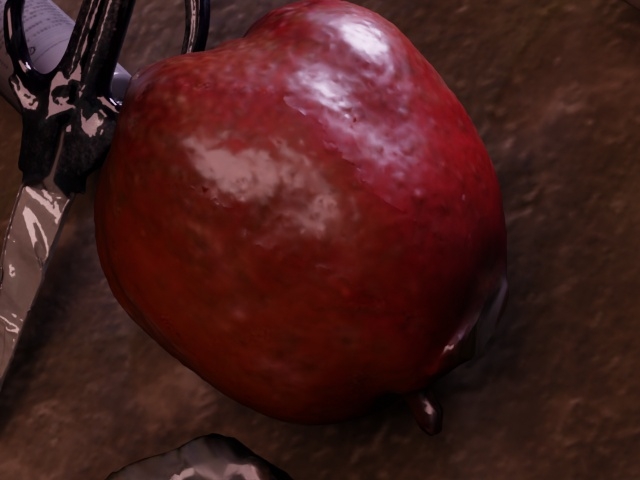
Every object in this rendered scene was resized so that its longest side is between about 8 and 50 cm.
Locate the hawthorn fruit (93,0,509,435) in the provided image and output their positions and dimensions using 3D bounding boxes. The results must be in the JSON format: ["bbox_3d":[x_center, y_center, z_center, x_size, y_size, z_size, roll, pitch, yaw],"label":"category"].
[{"bbox_3d":[0.000,0.000,0.850,0.185,0.185,0.202,-37,77,6],"label":"hawthorn fruit"}]

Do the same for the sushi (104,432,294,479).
[{"bbox_3d":[-0.026,0.198,0.797,0.124,0.127,0.225,-26,69,12],"label":"sushi"}]

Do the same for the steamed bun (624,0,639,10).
[{"bbox_3d":[0.183,-0.155,0.868,0.112,0.091,0.130,1,68,20],"label":"steamed bun"}]

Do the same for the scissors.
[{"bbox_3d":[-0.141,-0.017,0.951,0.109,0.022,0.300,22,96,18],"label":"scissors"}]

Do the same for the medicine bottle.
[{"bbox_3d":[-0.134,-0.082,1.000,0.057,0.057,0.199,-48,59,0],"label":"medicine bottle"}]
